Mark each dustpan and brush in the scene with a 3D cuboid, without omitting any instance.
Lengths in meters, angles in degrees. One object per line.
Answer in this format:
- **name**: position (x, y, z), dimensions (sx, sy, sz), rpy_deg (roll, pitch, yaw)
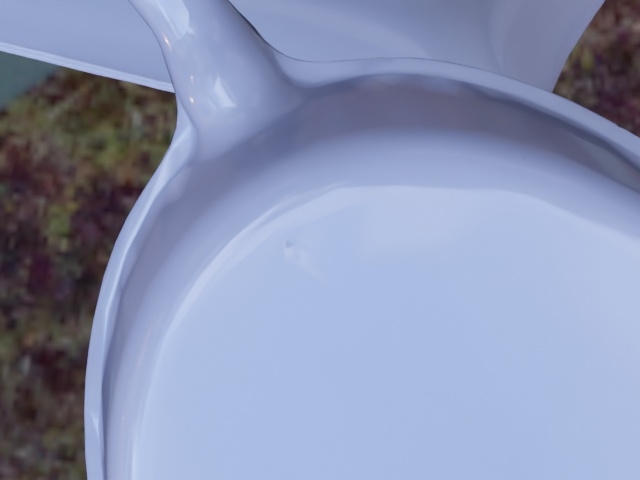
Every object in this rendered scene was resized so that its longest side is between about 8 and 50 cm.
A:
- **dustpan and brush**: position (0.000, 0.000, 0.354), dimensions (0.147, 0.060, 0.211), rpy_deg (-30, 100, 6)

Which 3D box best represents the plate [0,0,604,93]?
- **plate**: position (-0.034, -0.122, 0.713), dimensions (0.278, 0.277, 0.045), rpy_deg (14, 116, 13)
